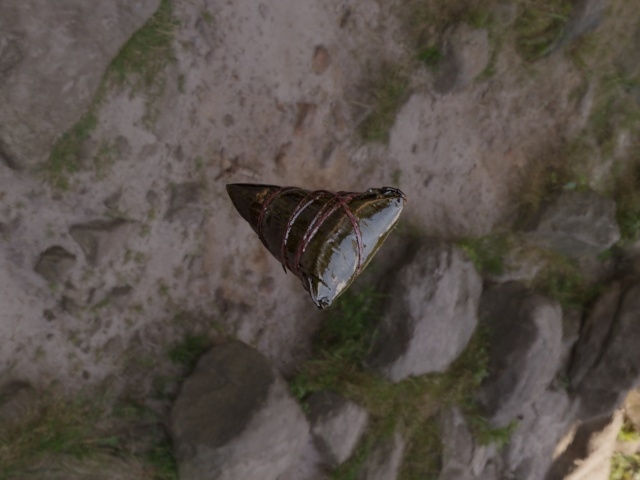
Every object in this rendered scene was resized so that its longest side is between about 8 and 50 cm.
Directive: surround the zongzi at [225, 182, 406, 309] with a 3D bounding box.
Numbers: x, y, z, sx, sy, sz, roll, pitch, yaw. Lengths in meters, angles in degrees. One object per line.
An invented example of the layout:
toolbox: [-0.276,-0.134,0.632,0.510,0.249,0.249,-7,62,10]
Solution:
zongzi: [0.000,0.000,0.386,0.067,0.083,0.073,-58,146,-10]
